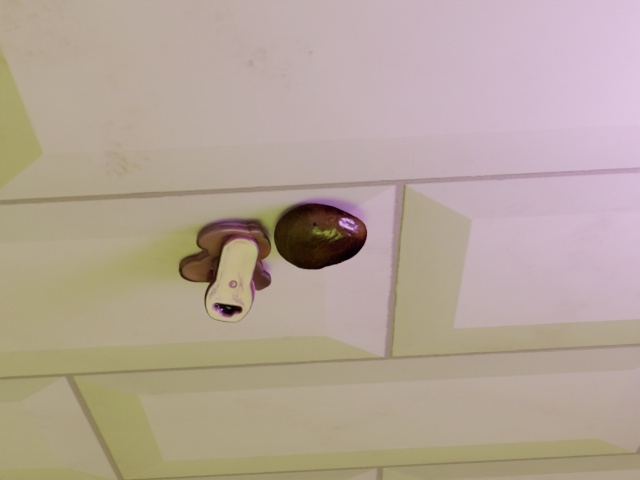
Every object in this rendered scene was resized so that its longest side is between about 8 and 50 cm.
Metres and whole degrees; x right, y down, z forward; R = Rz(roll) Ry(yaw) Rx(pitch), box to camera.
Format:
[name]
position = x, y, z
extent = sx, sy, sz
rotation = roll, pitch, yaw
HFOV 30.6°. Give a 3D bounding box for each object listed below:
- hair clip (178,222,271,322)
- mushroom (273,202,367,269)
[hair clip]
position = -0.115, 0.024, 1.503
extent = 0.123, 0.102, 0.138
rotation = 3, 117, -14
[mushroom]
position = 0.000, 0.000, 1.453
extent = 0.123, 0.052, 0.123
rotation = 1, 149, 1
